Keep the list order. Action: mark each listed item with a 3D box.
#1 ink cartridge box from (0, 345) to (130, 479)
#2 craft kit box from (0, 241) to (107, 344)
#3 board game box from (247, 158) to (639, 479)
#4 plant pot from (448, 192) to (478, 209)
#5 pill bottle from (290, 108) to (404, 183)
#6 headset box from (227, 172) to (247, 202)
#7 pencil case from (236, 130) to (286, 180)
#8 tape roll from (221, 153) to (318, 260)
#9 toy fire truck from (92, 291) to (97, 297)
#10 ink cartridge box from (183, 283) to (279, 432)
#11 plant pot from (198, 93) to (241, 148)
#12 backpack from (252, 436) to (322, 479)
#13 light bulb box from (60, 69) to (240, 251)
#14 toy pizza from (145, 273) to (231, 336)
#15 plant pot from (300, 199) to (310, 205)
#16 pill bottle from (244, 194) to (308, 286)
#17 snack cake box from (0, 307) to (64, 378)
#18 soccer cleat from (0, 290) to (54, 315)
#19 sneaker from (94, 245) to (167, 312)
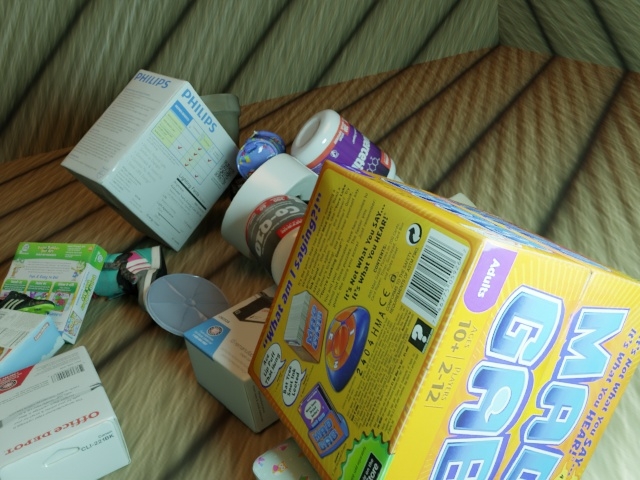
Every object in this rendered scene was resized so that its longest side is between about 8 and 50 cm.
[{"bbox_3d":[-0.484,0.332,1.148,0.197,0.114,0.273,-21,28,-23],"label":"ink cartridge box"},{"bbox_3d":[-0.677,0.124,1.556,0.250,0.061,0.246,2,66,21],"label":"craft kit box"},{"bbox_3d":[0.168,0.136,0.892,0.356,0.356,0.356,14,13,-32],"label":"board game box"},{"bbox_3d":[0.354,-0.041,1.612,0.109,0.109,0.096,-26,43,-29],"label":"plant pot"},{"bbox_3d":[0.085,-0.211,1.786,0.181,0.323,0.181,-40,30,29],"label":"pill bottle"},{"bbox_3d":[-0.125,-0.143,1.945,0.283,0.131,0.246,-17,27,-13],"label":"headset box"},{"bbox_3d":[-0.168,-0.248,1.822,0.119,0.133,0.306,-32,13,8],"label":"pencil case"},{"bbox_3d":[-0.131,-0.087,1.660,0.100,0.286,0.286,37,43,12],"label":"tape roll"},{"bbox_3d":[-0.653,0.144,1.656,0.192,0.047,0.135,11,35,37],"label":"toy fire truck"},{"bbox_3d":[-0.075,0.201,1.246,0.307,0.129,0.223,-27,31,-32],"label":"ink cartridge box"},{"bbox_3d":[-0.406,-0.326,2.186,0.323,0.280,0.323,-15,3,1],"label":"plant pot"},{"bbox_3d":[0.005,0.354,0.905,0.188,0.144,0.166,-22,23,-28],"label":"backpack"},{"bbox_3d":[-0.462,-0.227,1.818,0.225,0.358,0.361,23,71,36],"label":"light bulb box"},{"bbox_3d":[-0.304,0.154,1.455,0.201,0.032,0.201,18,35,-13],"label":"toy pizza"},{"bbox_3d":[-0.006,0.016,1.548,0.188,0.167,0.187,3,30,27],"label":"plant pot"},{"bbox_3d":[-0.039,0.022,1.265,0.161,0.161,0.283,-18,27,-16],"label":"pill bottle"},{"bbox_3d":[-0.697,0.269,1.338,0.152,0.089,0.264,6,39,23],"label":"snack cake box"},{"bbox_3d":[-0.702,0.149,1.484,0.179,0.060,0.072,-11,64,18],"label":"soccer cleat"},{"bbox_3d":[-0.484,0.106,1.584,0.178,0.123,0.295,-11,23,-7],"label":"sneaker"}]
